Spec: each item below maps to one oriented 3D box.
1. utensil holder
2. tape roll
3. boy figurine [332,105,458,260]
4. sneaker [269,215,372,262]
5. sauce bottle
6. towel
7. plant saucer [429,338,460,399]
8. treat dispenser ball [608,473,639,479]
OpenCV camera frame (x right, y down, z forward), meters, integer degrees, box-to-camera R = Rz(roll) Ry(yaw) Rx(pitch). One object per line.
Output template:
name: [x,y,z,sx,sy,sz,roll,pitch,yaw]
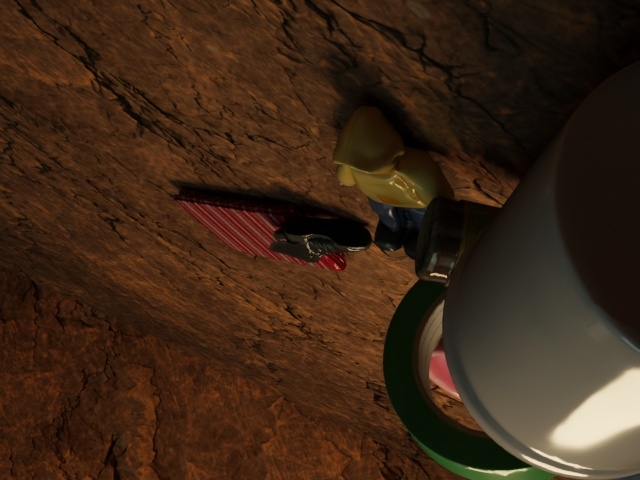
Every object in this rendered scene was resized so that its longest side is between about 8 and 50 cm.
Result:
utensil holder: [0.311,0.040,1.047,0.328,0.327,0.385,24,159,4]
tape roll: [0.247,0.161,1.451,0.321,0.321,0.077,16,159,27]
boy figurine: [0.095,-0.071,1.386,0.177,0.092,0.285,20,164,24]
sneaker: [0.000,0.002,1.723,0.170,0.051,0.089,10,151,10]
sauce bottle: [0.292,0.029,1.315,0.344,0.111,0.111,10,162,-3]
towel: [-0.102,-0.019,1.875,0.275,0.031,0.199,10,156,40]
plant saucer: [0.339,0.242,1.934,0.332,0.084,0.332,23,161,8]
treat dispenser ball: [0.607,0.442,1.808,0.288,0.288,0.288,23,162,8]
